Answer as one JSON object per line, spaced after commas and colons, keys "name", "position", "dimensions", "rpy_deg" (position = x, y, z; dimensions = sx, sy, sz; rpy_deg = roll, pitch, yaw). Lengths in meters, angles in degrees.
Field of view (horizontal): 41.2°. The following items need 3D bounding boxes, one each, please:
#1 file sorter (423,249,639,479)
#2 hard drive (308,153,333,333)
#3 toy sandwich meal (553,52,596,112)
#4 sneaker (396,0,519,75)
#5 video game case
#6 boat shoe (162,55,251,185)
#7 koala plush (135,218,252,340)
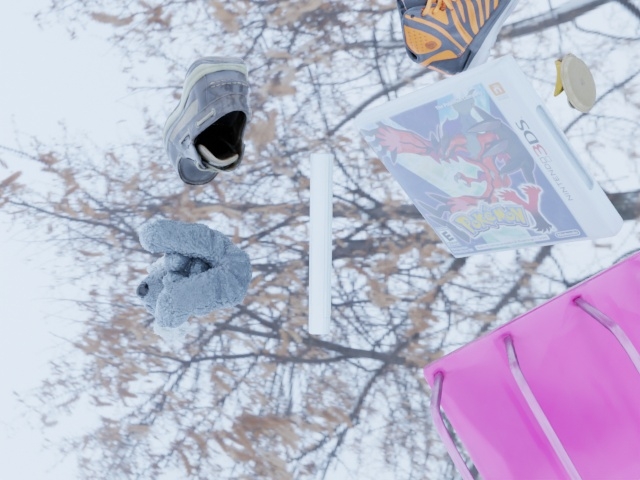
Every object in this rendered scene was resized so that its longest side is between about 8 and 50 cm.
{"name": "file sorter", "position": [0.250, 0.131, 0.638], "dimensions": [0.291, 0.182, 0.202], "rpy_deg": [-30, -93, 9]}
{"name": "hard drive", "position": [0.000, 0.000, 1.537], "dimensions": [0.040, 0.203, 0.307], "rpy_deg": [1, -86, 0]}
{"name": "toy sandwich meal", "position": [0.324, -0.202, 1.096], "dimensions": [0.086, 0.029, 0.085], "rpy_deg": [14, -111, -40]}
{"name": "sneaker", "position": [0.233, -0.424, 1.448], "dimensions": [0.180, 0.321, 0.124], "rpy_deg": [10, -141, -11]}
{"name": "video game case", "position": [0.144, -0.064, 0.774], "dimensions": [0.183, 0.201, 0.023], "rpy_deg": [50, -119, -18]}
{"name": "boat shoe", "position": [-0.207, -0.185, 1.544], "dimensions": [0.133, 0.355, 0.130], "rpy_deg": [-7, -115, -18]}
{"name": "koala plush", "position": [-0.255, 0.085, 1.567], "dimensions": [0.203, 0.221, 0.196], "rpy_deg": [-1, -113, -37]}
